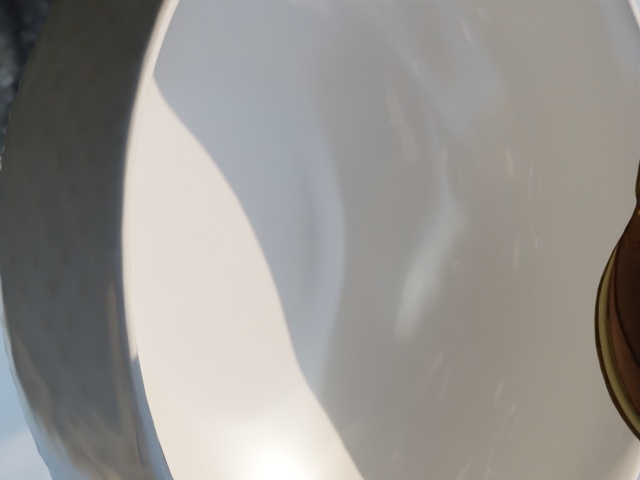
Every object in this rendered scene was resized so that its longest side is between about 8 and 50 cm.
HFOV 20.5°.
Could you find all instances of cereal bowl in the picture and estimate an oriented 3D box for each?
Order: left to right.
[{"bbox_3d":[0.000,0.000,0.708,0.141,0.339,0.339,1,-144,41],"label":"cereal bowl"}]

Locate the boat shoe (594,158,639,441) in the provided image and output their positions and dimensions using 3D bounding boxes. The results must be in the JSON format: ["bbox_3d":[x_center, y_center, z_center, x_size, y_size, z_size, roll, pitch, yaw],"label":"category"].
[{"bbox_3d":[0.123,-0.006,0.532,0.178,0.064,0.060,-72,176,-47],"label":"boat shoe"}]
